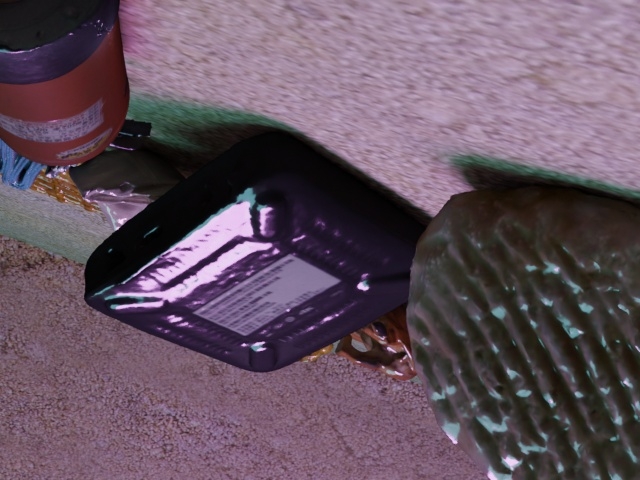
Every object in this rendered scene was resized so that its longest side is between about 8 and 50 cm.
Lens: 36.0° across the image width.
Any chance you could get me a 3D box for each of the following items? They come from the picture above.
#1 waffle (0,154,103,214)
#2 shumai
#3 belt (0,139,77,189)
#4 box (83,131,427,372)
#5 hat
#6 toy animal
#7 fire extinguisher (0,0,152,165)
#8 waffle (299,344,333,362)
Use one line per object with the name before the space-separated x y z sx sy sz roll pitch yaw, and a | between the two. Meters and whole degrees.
waffle | -0.374 -0.102 1.325 0.300 0.058 0.281 27 167 -32
shumai | 0.233 0.068 0.851 0.314 0.267 0.262 46 -156 6
belt | -0.323 -0.103 1.129 0.100 0.065 0.179 26 155 -14
box | -0.055 0.033 1.004 0.290 0.073 0.289 -31 138 28
hat | -0.161 -0.052 1.152 0.225 0.164 0.219 -19 150 -1
toy animal | 0.100 0.140 1.483 0.157 0.097 0.312 26 -171 -13
fire extinguisher | -0.222 -0.140 0.696 0.200 0.113 0.376 27 169 -3
waffle | -0.141 0.125 1.839 0.261 0.151 0.324 8 163 37
